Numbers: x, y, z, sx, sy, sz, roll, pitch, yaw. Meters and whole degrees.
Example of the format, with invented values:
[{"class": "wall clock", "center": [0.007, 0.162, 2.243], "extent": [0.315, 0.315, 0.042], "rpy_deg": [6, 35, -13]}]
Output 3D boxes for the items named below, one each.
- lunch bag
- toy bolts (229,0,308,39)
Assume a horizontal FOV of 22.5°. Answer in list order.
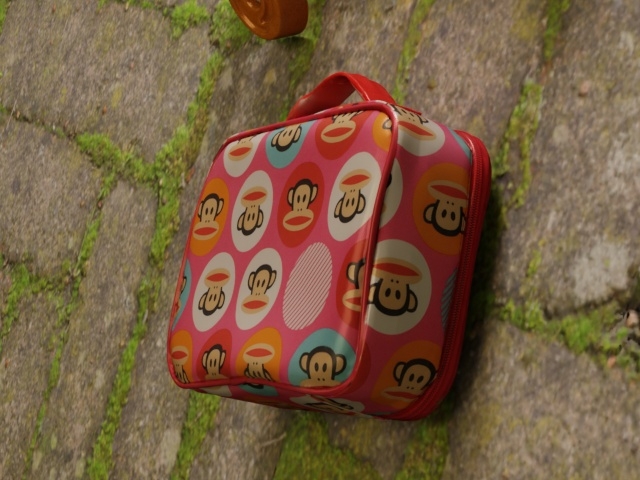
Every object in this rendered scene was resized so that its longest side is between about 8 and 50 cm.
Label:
[{"class": "lunch bag", "center": [0.000, 0.000, 1.231], "extent": [0.293, 0.120, 0.258], "rpy_deg": [-3, 75, 58]}, {"class": "toy bolts", "center": [-0.044, -0.318, 1.465], "extent": [0.228, 0.158, 0.218], "rpy_deg": [28, 142, 48]}]
